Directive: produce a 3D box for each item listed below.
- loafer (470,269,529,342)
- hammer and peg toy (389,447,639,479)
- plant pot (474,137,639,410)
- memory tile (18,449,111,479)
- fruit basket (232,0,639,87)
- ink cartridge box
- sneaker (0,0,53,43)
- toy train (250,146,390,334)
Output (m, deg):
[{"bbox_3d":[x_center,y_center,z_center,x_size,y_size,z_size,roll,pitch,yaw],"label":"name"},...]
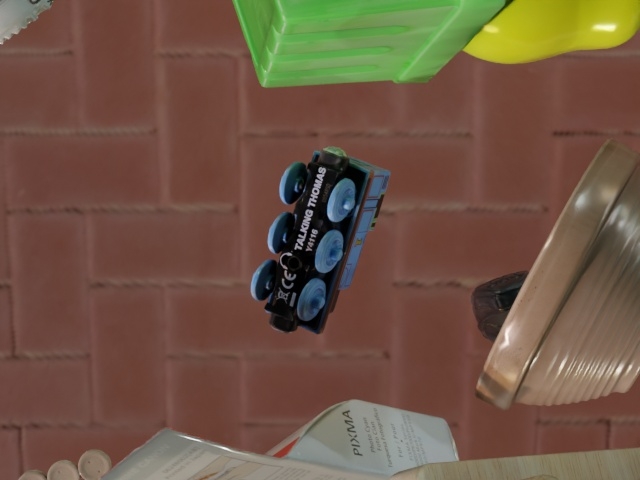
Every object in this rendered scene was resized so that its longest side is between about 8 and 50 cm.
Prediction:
[{"bbox_3d":[0.220,0.083,1.552,0.076,0.223,0.078,-19,83,0],"label":"loafer"},{"bbox_3d":[0.154,0.286,0.667,0.127,0.266,0.361,-25,68,40],"label":"hammer and peg toy"},{"bbox_3d":[0.226,0.045,1.065,0.110,0.237,0.237,27,105,13],"label":"plant pot"},{"bbox_3d":[-0.268,0.315,1.479,0.113,0.012,0.148,-20,95,2],"label":"memory tile"},{"bbox_3d":[0.107,-0.268,1.139,0.392,0.392,0.282,-19,88,4],"label":"fruit basket"},{"bbox_3d":[-0.096,0.251,1.282,0.385,0.091,0.308,20,133,-40],"label":"ink cartridge box"},{"bbox_3d":[-0.195,-0.263,0.909,0.102,0.293,0.146,-18,120,46],"label":"sneaker"},{"bbox_3d":[0.000,0.000,1.253,0.080,0.105,0.184,22,102,26],"label":"toy train"}]
